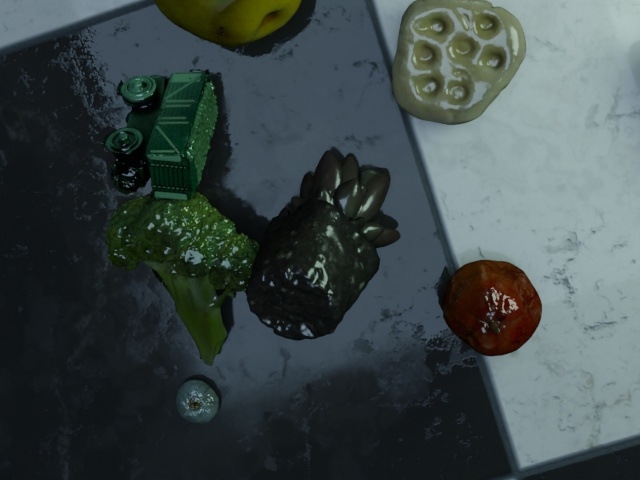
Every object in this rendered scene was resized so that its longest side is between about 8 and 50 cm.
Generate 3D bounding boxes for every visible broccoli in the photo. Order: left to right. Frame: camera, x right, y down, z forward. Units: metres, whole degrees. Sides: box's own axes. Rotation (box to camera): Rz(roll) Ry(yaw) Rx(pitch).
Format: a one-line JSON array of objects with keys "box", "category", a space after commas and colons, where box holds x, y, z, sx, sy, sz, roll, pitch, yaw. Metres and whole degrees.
[{"box": [-0.200, 0.028, 1.723, 0.254, 0.186, 0.302, -27, 119, 40], "category": "broccoli"}]

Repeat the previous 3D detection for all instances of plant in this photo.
[{"box": [0.000, 0.000, 1.641, 0.182, 0.320, 0.194, -21, 117, 35], "category": "plant"}]

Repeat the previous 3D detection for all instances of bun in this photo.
[{"box": [-0.222, 0.290, 1.813, 0.083, 0.045, 0.083, 0, 93, 0], "category": "bun"}]

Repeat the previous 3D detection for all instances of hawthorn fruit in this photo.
[{"box": [0.287, 0.109, 1.702, 0.174, 0.179, 0.173, -7, 74, 26], "category": "hawthorn fruit"}]

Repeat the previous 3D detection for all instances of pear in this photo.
[{"box": [-0.171, -0.471, 1.608, 0.336, 0.285, 0.285, 36, 98, 14], "category": "pear"}]

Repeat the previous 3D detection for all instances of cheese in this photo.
[{"box": [0.220, -0.305, 1.679, 0.235, 0.117, 0.217, -27, 94, 7], "category": "cheese"}]

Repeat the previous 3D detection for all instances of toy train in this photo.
[{"box": [-0.261, -0.180, 1.655, 0.155, 0.269, 0.115, 0, 135, 7], "category": "toy train"}]
